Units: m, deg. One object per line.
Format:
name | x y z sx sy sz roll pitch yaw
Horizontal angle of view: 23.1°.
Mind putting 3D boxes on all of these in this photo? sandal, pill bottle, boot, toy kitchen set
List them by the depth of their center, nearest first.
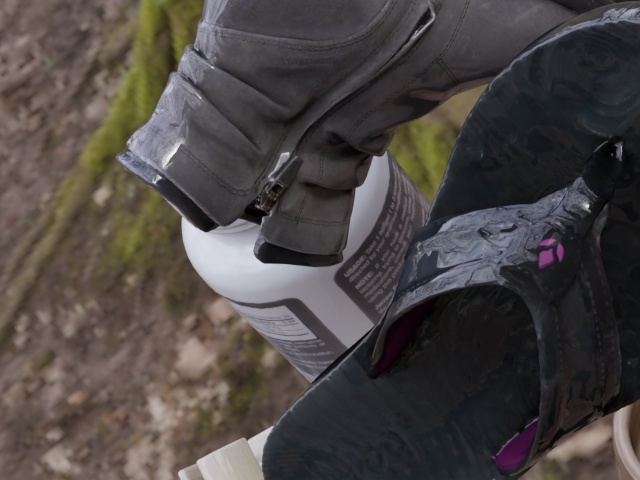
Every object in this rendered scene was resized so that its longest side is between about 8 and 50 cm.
sandal | 0.091 0.067 0.847 0.107 0.167 0.446 -50 -7 -48
boot | 0.042 -0.087 0.953 0.118 0.338 0.223 35 105 52
pill bottle | 0.000 0.000 1.250 0.176 0.318 0.176 -17 50 22
toy kitchen set | -0.098 0.287 1.613 0.207 0.122 0.166 -32 -10 31

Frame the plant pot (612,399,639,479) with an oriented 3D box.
plant pot | 0.385 0.232 1.309 0.263 0.229 0.263 -9 35 6
